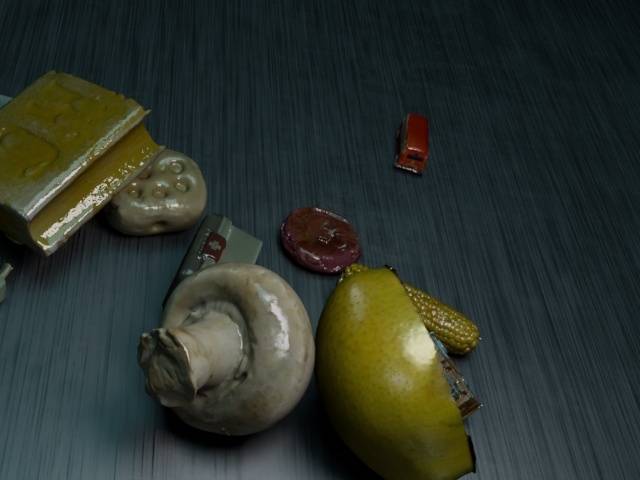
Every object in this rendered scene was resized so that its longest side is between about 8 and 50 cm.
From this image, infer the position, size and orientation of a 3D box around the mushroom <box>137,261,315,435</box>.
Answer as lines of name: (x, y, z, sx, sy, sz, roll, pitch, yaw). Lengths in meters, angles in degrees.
mushroom: (-0.163, 0.178, 1.575, 0.297, 0.297, 0.290, 42, 13, 23)

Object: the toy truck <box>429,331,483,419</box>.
toy truck: (0.214, 0.248, 1.782, 0.080, 0.115, 0.178, -36, 51, 7)

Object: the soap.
soap: (-0.522, -0.158, 1.835, 0.293, 0.156, 0.335, 27, 60, 27)

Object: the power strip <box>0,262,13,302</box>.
power strip: (-0.639, 0.120, 1.664, 0.093, 0.053, 0.288, 25, 44, 7)

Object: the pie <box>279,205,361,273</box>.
pie: (0.000, 0.000, 2.024, 0.182, 0.050, 0.182, 14, 41, -13)

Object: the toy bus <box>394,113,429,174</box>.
toy bus: (0.229, -0.243, 2.338, 0.079, 0.077, 0.174, 15, 43, -6)

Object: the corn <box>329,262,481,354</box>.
corn: (0.175, 0.140, 1.911, 0.312, 0.102, 0.102, 24, 42, 0)

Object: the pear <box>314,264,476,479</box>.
pear: (0.095, 0.254, 1.626, 0.191, 0.340, 0.387, -21, 80, -10)

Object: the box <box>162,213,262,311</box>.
box: (-0.204, 0.065, 1.816, 0.129, 0.148, 0.210, 26, 42, -9)

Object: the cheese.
cheese: (-0.350, -0.096, 1.945, 0.235, 0.117, 0.218, 30, 46, 16)

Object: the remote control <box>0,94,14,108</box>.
remote control: (-0.716, -0.288, 2.074, 0.190, 0.029, 0.087, 15, 42, -5)
